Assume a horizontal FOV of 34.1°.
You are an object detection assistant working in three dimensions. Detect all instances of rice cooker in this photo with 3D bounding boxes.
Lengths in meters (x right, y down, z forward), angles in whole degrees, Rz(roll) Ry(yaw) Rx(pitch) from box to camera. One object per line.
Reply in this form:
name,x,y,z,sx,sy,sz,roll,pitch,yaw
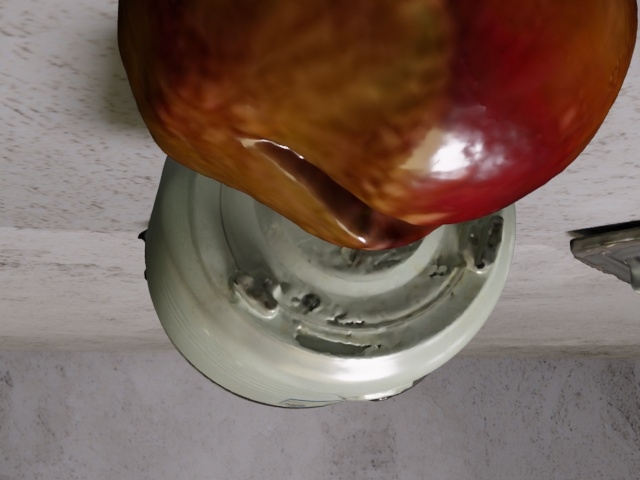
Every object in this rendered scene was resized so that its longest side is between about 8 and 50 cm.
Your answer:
rice cooker,0.000,0.000,0.674,0.226,0.226,0.244,2,165,-14

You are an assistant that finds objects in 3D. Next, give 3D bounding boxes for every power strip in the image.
power strip,0.449,0.034,1.183,0.251,0.092,0.257,-6,164,38

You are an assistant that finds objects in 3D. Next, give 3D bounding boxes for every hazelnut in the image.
hazelnut,0.012,-0.090,0.396,0.178,0.178,0.204,7,171,-36
